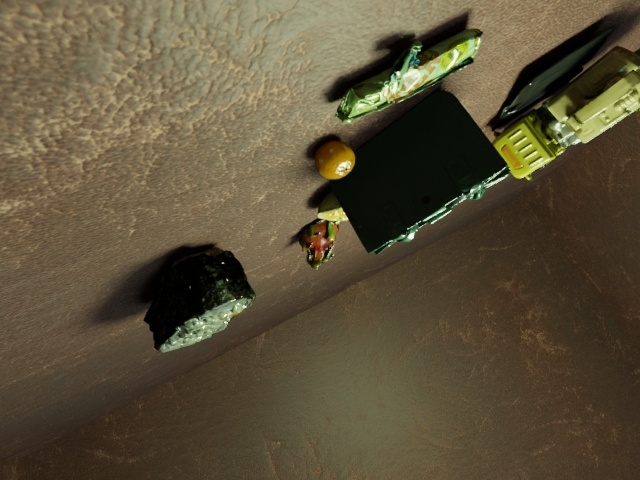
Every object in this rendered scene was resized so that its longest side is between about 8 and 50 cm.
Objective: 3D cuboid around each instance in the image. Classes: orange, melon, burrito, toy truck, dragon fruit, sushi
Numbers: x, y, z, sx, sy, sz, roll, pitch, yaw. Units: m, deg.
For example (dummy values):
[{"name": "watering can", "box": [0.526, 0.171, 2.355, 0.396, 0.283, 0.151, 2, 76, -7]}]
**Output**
[{"name": "orange", "box": [0.029, -0.160, 0.809, 0.083, 0.070, 0.083, -29, 161, -11]}, {"name": "melon", "box": [0.047, -0.101, 1.055, 0.128, 0.078, 0.160, -14, 170, 14]}, {"name": "burrito", "box": [0.150, -0.281, 0.660, 0.288, 0.054, 0.104, -28, 165, -4]}, {"name": "toy truck", "box": [0.680, -0.335, 1.104, 0.254, 0.180, 0.405, -29, 173, -43]}, {"name": "dragon fruit", "box": [0.000, 0.000, 1.253, 0.139, 0.174, 0.142, -7, -175, -35]}, {"name": "sushi", "box": [-0.311, 0.148, 1.011, 0.211, 0.170, 0.350, -12, 157, -44]}]

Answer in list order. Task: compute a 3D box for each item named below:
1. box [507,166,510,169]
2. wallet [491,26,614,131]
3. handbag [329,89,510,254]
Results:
[{"name": "box", "box": [0.306, -0.194, 0.925, 0.122, 0.220, 0.032, -26, 142, -29]}, {"name": "wallet", "box": [0.609, -0.419, 1.098, 0.247, 0.041, 0.323, -30, 169, 6]}, {"name": "handbag", "box": [0.195, -0.141, 0.863, 0.327, 0.238, 0.089, -33, 155, 16]}]
